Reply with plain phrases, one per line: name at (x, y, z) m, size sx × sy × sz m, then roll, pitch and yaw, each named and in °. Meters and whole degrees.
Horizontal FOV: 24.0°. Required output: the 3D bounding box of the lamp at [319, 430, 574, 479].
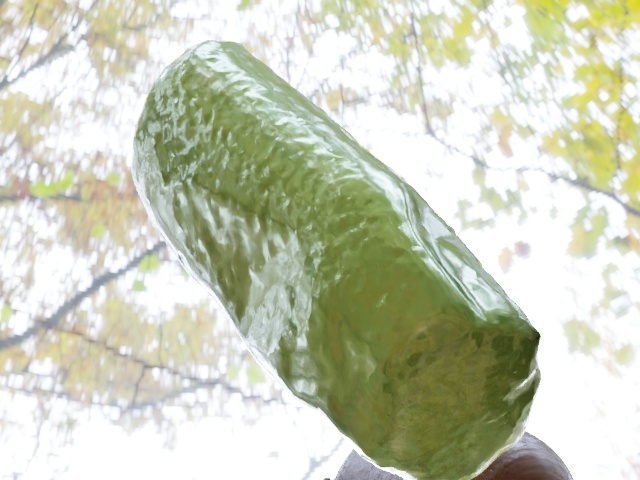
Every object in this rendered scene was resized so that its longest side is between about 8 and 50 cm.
lamp at (0.106, 0.229, 1.224) m, size 0.180 × 0.258 × 0.180 m, roll 2°, pitch -93°, yaw -34°

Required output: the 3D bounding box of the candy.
candy at (0.000, 0.000, 0.921) m, size 0.132 × 0.343 × 0.142 m, roll 15°, pitch -67°, yaw -41°
